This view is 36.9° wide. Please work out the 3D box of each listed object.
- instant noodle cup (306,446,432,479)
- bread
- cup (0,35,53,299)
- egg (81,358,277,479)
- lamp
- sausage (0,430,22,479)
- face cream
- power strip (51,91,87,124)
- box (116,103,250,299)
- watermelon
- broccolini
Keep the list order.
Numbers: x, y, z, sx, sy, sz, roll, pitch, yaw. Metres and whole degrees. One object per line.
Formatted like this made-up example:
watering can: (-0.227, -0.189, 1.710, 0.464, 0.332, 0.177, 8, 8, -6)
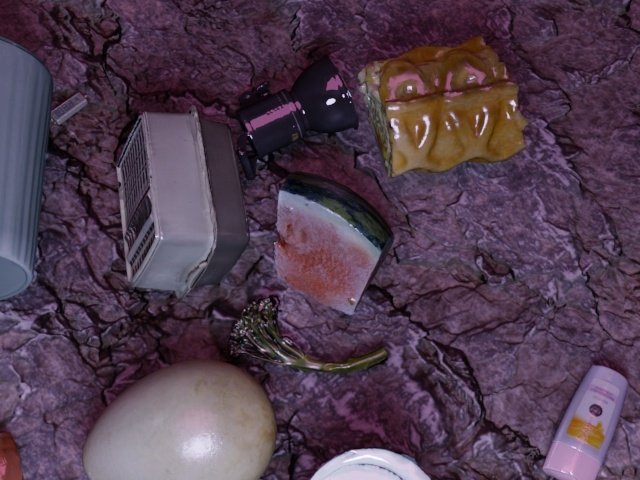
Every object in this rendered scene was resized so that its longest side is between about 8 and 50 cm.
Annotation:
instant noodle cup: (0.055, 0.419, 1.323, 0.284, 0.312, 0.284, 1, 63, -1)
bread: (0.213, -0.239, 1.723, 0.252, 0.196, 0.238, -19, 65, -8)
cup: (-0.625, -0.103, 1.598, 0.310, 0.401, 0.392, 11, 62, -34)
egg: (-0.211, 0.294, 1.429, 0.296, 0.218, 0.218, -13, 64, 3)
lamp: (-0.065, -0.231, 1.750, 0.228, 0.147, 0.172, -24, 54, -5)
sausage: (-0.516, 0.443, 1.417, 0.087, 0.079, 0.326, 22, 65, -8)
face cream: (0.429, 0.298, 1.540, 0.084, 0.057, 0.198, 25, 65, 11)
power strip: (-0.470, -0.249, 1.796, 0.027, 0.017, 0.083, 43, 71, 15)
box: (-0.233, -0.063, 1.603, 0.166, 0.220, 0.290, 2, 61, -26)
watermelon: (0.000, 0.000, 1.607, 0.213, 0.262, 0.201, 27, 93, 7)
broccolini: (-0.020, 0.158, 1.589, 0.272, 0.062, 0.123, 6, 78, 7)
